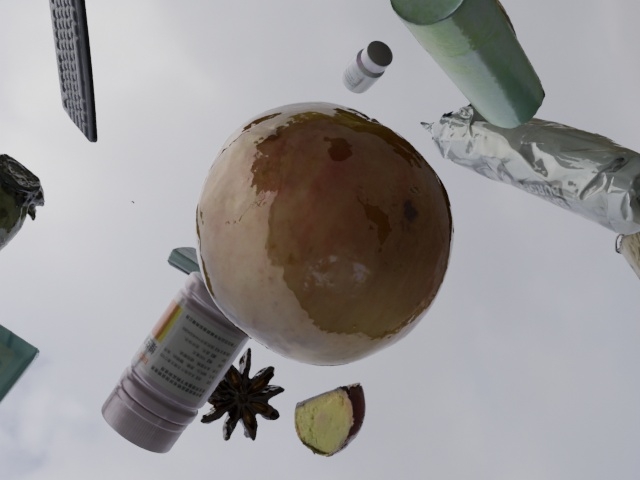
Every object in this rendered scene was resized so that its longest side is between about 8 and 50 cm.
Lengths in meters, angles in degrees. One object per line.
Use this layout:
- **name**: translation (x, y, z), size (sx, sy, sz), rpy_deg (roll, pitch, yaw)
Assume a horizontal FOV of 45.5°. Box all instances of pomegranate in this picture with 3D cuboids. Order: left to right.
- **pomegranate**: translation (0.000, -0.003, 0.549), size (0.191, 0.191, 0.191), rpy_deg (16, -113, -43)

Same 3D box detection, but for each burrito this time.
- **burrito**: translation (0.285, -0.116, 1.027), size (0.139, 0.445, 0.101), rpy_deg (-12, -65, -25)

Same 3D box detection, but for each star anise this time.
- **star anise**: translation (-0.162, 0.269, 1.468), size (0.177, 0.073, 0.234), rpy_deg (-16, -82, -25)

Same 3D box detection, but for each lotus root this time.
- **lotus root**: translation (-0.566, -0.012, 1.182), size (0.173, 0.309, 0.173), rpy_deg (41, -161, -17)

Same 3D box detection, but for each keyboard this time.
- **keyboard**: translation (-0.260, -0.196, 0.816), size (0.041, 0.103, 0.381), rpy_deg (-23, -45, -25)

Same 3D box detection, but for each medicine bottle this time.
- **medicine bottle**: translation (-0.207, 0.182, 1.147), size (0.133, 0.133, 0.249), rpy_deg (33, -88, -36)
- **medicine bottle**: translation (0.071, -0.267, 1.175), size (0.052, 0.089, 0.052), rpy_deg (7, -109, -22)

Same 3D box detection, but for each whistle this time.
- **whistle**: translation (-0.170, 0.043, 1.635), size (0.290, 0.163, 0.163), rpy_deg (29, -135, 15)

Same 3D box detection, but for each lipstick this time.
- **lipstick**: translation (0.148, -0.176, 0.716), size (0.304, 0.076, 0.076), rpy_deg (15, -114, -63)

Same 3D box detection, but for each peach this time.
- **peach**: translation (0.015, 0.176, 0.784), size (0.050, 0.077, 0.083), rpy_deg (0, -66, -46)

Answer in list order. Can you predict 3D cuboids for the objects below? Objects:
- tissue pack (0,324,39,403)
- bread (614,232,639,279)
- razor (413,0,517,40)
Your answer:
- **tissue pack**: translation (-0.616, 0.245, 1.252), size (0.177, 0.089, 0.263), rpy_deg (34, -121, -6)
- **bread**: translation (0.574, -0.035, 1.196), size (0.142, 0.224, 0.212), rpy_deg (45, -144, -63)
- **razor**: translation (0.174, -0.389, 1.090), size (0.204, 0.113, 0.349), rpy_deg (29, -138, -40)
